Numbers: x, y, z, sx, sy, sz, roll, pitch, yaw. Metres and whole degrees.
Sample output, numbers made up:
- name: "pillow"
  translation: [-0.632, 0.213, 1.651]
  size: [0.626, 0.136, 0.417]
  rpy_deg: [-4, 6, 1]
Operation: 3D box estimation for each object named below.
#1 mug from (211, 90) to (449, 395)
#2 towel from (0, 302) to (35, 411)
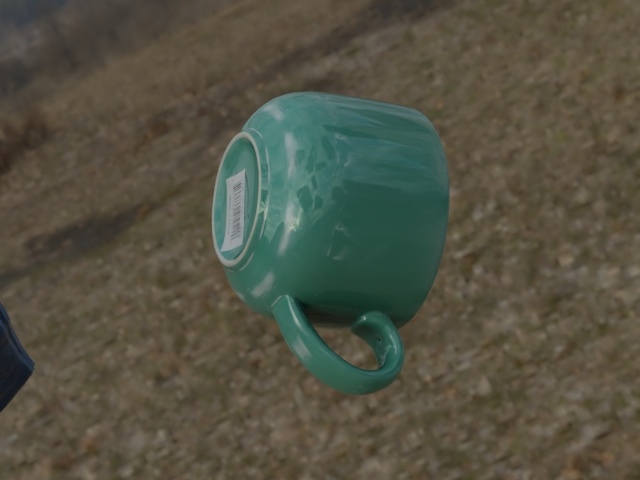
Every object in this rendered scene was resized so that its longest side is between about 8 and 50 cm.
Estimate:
- name: "mug"
  translation: [0.001, -0.010, 0.787]
  size: [0.097, 0.129, 0.158]
  rpy_deg: [7, 29, -23]
- name: "towel"
  translation: [-0.179, 0.053, 0.711]
  size: [0.029, 0.119, 0.067]
  rpy_deg: [25, 60, 19]
